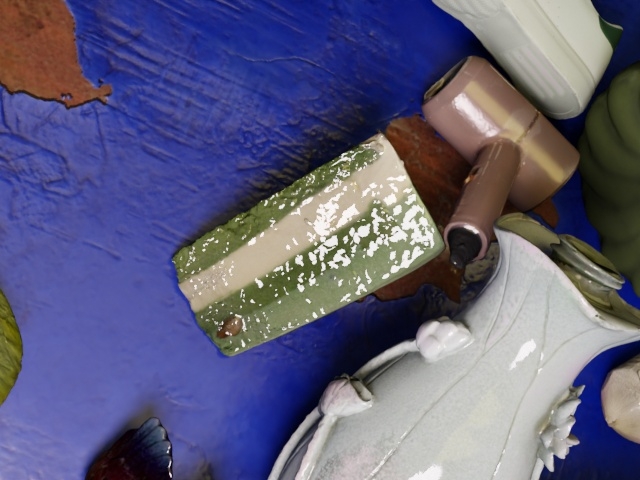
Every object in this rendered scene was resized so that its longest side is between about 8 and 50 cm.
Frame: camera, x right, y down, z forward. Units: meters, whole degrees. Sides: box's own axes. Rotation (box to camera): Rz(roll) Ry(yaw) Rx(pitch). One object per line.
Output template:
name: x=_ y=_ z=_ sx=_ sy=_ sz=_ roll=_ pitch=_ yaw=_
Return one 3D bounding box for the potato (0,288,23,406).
potato: x=-0.441 y=0.123 z=1.043 sx=0.280 sy=0.213 sz=0.330 roll=-33 pitch=60 yaw=0

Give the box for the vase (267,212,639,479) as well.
vase: x=0.131 y=0.185 z=1.135 sx=0.250 sy=0.250 sz=0.445 roll=33 pitch=106 yaw=-13

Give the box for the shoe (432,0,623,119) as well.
shoe: x=0.242 y=-0.332 z=1.430 sx=0.363 sy=0.132 sz=0.160 roll=45 pitch=68 yaw=-13

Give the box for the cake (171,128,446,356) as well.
cake: x=-0.005 y=0.003 z=1.244 sx=0.283 sy=0.172 sz=0.158 roll=-28 pitch=89 yaw=-22

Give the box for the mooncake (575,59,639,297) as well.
mooncake: x=0.455 y=-0.070 z=1.350 sx=0.187 sy=0.351 sz=0.351 roll=-25 pitch=90 yaw=-21

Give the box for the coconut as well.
coconut: x=0.398 y=0.195 z=1.397 sx=0.124 sy=0.110 sz=0.110 roll=-30 pitch=92 yaw=-28

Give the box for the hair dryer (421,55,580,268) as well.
hair dryer: x=0.182 y=-0.074 z=1.292 sx=0.189 sy=0.107 sz=0.344 roll=44 pitch=34 yaw=-9

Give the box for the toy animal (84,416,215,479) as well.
toy animal: x=-0.183 y=0.297 z=1.141 sx=0.179 sy=0.116 sz=0.219 roll=-16 pitch=92 yaw=-25
